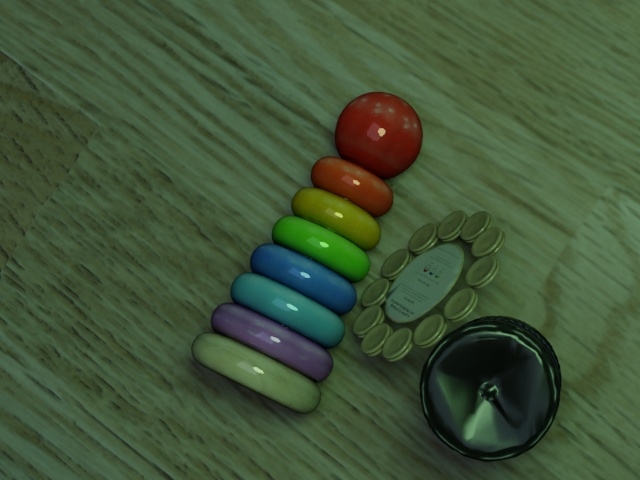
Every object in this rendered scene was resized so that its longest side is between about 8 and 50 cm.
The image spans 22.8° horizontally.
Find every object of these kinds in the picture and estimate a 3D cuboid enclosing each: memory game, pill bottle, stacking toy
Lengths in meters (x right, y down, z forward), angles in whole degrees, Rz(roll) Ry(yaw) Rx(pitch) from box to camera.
[{"bbox_3d":[0.105,0.043,1.540,0.186,0.186,0.012,-43,116,7],"label":"memory game"},{"bbox_3d":[0.161,0.131,1.461,0.123,0.219,0.123,0,90,9],"label":"pill bottle"},{"bbox_3d":[0.000,0.000,1.591,0.141,0.141,0.330,24,83,18],"label":"stacking toy"}]
